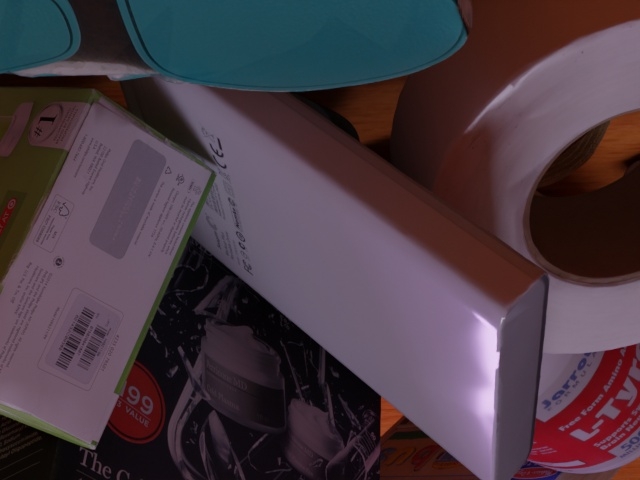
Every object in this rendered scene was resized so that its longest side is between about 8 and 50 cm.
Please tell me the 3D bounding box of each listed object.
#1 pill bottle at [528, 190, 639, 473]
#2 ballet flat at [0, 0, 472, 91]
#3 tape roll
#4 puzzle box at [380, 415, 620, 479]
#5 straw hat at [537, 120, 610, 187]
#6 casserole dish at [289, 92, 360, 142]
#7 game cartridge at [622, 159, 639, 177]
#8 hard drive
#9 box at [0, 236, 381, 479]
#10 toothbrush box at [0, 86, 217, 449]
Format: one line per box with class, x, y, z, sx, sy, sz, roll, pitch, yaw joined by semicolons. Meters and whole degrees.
pill bottle;0.174;0.076;1.160;0.229;0.229;0.408;-14;155;31
ballet flat;-0.122;-0.163;0.689;0.409;0.146;0.147;-2;159;0
tape roll;0.195;-0.056;0.839;0.286;0.100;0.286;-7;131;-8
puzzle box;0.222;0.239;1.519;0.272;0.052;0.409;-38;-167;-36
straw hat;0.137;-0.108;0.914;0.145;0.144;0.061;7;-161;-17
casserole dish;-0.028;-0.049;1.004;0.114;0.037;0.188;26;133;7
game cartridge;0.418;-0.026;1.052;0.294;0.060;0.196;3;171;39
hard drive;0.000;0.000;0.847;0.353;0.047;0.233;38;156;28
box;-0.122;0.174;1.032;0.179;0.312;0.343;-30;129;30
toothbrush box;-0.237;0.006;0.880;0.283;0.206;0.122;8;160;45
